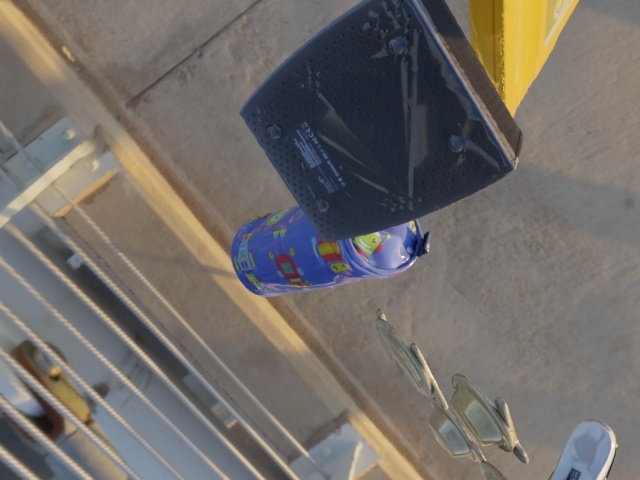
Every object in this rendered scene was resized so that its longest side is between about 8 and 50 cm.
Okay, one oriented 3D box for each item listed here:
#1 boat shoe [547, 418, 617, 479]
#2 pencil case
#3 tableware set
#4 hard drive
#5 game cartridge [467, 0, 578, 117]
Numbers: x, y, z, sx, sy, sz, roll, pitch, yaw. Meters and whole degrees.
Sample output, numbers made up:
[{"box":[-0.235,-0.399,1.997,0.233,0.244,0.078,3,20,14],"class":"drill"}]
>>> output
[{"box":[0.340,0.350,0.964,0.076,0.080,0.228,23,92,-49],"class":"boat shoe"},{"box":[0.000,0.000,0.902,0.133,0.306,0.119,-46,107,-30],"class":"pencil case"},{"box":[0.095,0.123,0.472,0.020,0.169,0.141,-33,119,-11],"class":"tableware set"},{"box":[0.041,-0.097,0.593,0.054,0.255,0.172,-39,100,-33],"class":"hard drive"},{"box":[0.250,-0.316,0.731,0.053,0.285,0.323,25,80,21],"class":"game cartridge"}]
